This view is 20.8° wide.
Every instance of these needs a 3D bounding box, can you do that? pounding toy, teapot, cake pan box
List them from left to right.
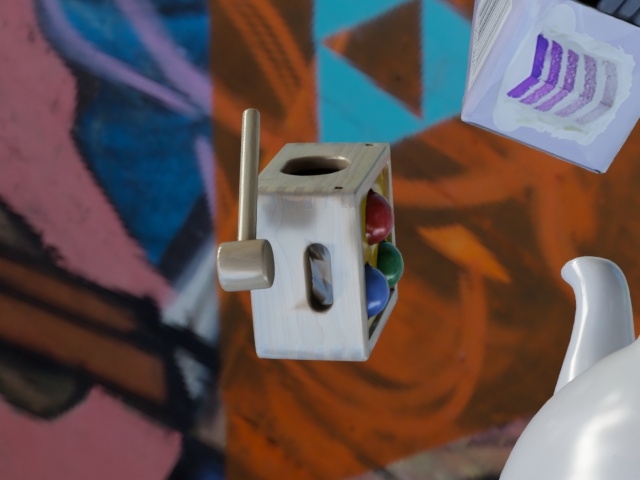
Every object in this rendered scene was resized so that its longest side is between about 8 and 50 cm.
[{"bbox_3d":[-0.002,-0.007,1.228,0.094,0.181,0.206,1,-161,13],"label":"pounding toy"},{"bbox_3d":[0.136,-0.191,0.665,0.070,0.245,0.267,20,-141,-6],"label":"cake pan box"},{"bbox_3d":[0.215,0.119,0.842,0.256,0.187,0.252,21,-174,7],"label":"teapot"}]
